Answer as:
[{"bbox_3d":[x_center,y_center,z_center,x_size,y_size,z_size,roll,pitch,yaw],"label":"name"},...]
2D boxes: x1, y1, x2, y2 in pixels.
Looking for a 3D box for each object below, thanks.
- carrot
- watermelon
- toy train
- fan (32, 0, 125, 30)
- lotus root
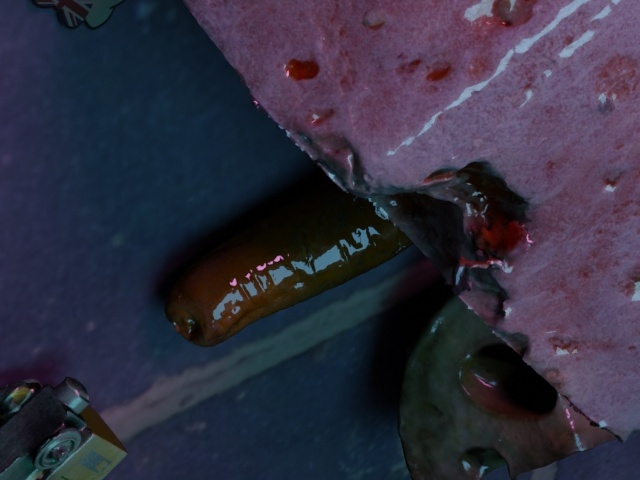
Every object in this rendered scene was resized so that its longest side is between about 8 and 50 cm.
[{"bbox_3d":[0.000,0.000,0.749,0.186,0.060,0.060,-31,139,-13],"label":"carrot"},{"bbox_3d":[0.090,-0.081,0.630,0.188,0.175,0.322,-37,128,10],"label":"watermelon"},{"bbox_3d":[-0.159,0.121,0.721,0.122,0.050,0.081,-43,151,-2],"label":"toy train"},{"bbox_3d":[-0.090,-0.128,0.597,0.083,0.004,0.056,-50,141,4],"label":"fan"},{"bbox_3d":[0.191,0.051,0.915,0.314,0.142,0.210,-14,169,-39],"label":"lotus root"}]
